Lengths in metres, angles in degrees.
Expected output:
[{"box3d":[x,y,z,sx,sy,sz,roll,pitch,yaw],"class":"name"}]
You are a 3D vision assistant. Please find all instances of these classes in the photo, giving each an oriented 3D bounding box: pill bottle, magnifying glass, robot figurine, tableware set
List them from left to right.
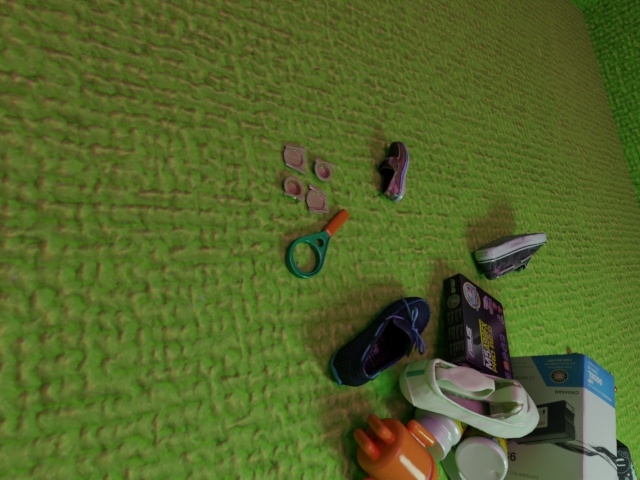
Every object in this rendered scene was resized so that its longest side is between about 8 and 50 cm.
[{"box3d":[-0.031,-0.147,1.047,0.141,0.020,0.168,18,65,-33],"class":"tableware set"},{"box3d":[0.000,0.000,1.025,0.092,0.026,0.231,52,54,-13],"class":"magnifying glass"},{"box3d":[0.164,0.476,0.938,0.219,0.128,0.158,49,42,-15],"class":"robot figurine"},{"box3d":[0.305,0.421,1.068,0.209,0.119,0.119,-37,100,-39],"class":"pill bottle"},{"box3d":[0.406,0.497,1.091,0.208,0.118,0.117,-20,89,-66],"class":"pill bottle"}]

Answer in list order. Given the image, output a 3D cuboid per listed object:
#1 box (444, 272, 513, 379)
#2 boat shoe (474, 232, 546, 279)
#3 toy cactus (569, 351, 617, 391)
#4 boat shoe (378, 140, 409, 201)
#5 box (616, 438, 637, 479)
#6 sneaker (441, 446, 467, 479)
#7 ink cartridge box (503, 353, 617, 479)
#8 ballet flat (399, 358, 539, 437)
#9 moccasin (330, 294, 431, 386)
[{"box3d":[0.445,0.257,1.232,0.216,0.060,0.269,34,45,-26],"class":"box"},{"box3d":[0.642,0.051,1.466,0.336,0.121,0.118,-15,93,-29],"class":"boat shoe"},{"box3d":[0.969,0.500,1.588,0.219,0.112,0.180,-11,73,-31],"class":"toy cactus"},{"box3d":[0.202,-0.201,1.216,0.066,0.066,0.183,16,67,-32],"class":"boat shoe"},{"box3d":[0.907,0.763,1.381,0.163,0.142,0.246,28,52,-73],"class":"box"},{"box3d":[0.352,0.568,1.107,0.070,0.051,0.134,-26,92,-47],"class":"sneaker"},{"box3d":[0.594,0.520,1.154,0.166,0.286,0.394,34,57,-24],"class":"ink cartridge box"},{"box3d":[0.372,0.353,0.985,0.401,0.139,0.139,20,64,-16],"class":"ballet flat"},{"box3d":[0.176,0.241,1.024,0.342,0.117,0.137,-34,98,-39],"class":"moccasin"}]
